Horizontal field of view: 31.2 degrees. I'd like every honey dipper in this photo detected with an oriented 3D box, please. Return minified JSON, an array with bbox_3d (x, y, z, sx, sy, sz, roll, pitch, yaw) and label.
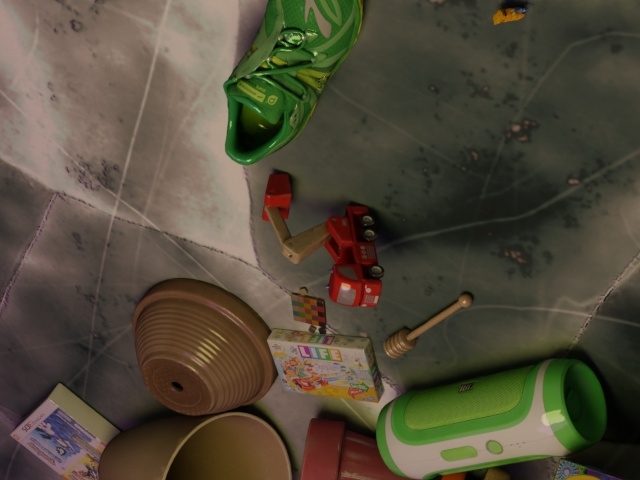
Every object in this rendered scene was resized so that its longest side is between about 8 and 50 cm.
[{"bbox_3d":[0.144,0.112,1.514,0.030,0.030,0.161,43,133,-11],"label":"honey dipper"}]

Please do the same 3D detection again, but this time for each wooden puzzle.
[{"bbox_3d":[-0.016,0.098,1.605,0.049,0.006,0.083,12,132,19],"label":"wooden puzzle"}]

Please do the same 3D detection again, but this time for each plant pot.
[{"bbox_3d":[-0.188,0.179,1.698,0.237,0.109,0.237,15,132,17],"label":"plant pot"},{"bbox_3d":[-0.228,0.383,1.830,0.274,0.256,0.256,3,131,49],"label":"plant pot"},{"bbox_3d":[0.062,0.372,1.682,0.180,0.201,0.201,7,132,4],"label":"plant pot"}]

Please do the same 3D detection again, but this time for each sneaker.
[{"bbox_3d":[-0.036,-0.193,1.280,0.109,0.123,0.295,27,135,6],"label":"sneaker"}]

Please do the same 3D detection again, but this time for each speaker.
[{"bbox_3d":[0.219,0.238,1.507,0.297,0.131,0.131,-20,116,39],"label":"speaker"}]

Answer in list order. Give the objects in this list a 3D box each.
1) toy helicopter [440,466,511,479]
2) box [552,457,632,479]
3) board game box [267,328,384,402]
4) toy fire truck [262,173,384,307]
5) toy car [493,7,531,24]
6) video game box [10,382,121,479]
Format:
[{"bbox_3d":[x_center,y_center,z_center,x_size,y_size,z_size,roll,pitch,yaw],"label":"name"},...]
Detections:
[{"bbox_3d":[0.201,0.407,1.526,0.140,0.235,0.355,23,162,10],"label":"toy helicopter"},{"bbox_3d":[0.413,0.401,1.420,0.290,0.177,0.279,17,172,15],"label":"box"},{"bbox_3d":[0.008,0.180,1.649,0.154,0.026,0.103,3,128,27],"label":"board game box"},{"bbox_3d":[0.000,0.000,1.418,0.135,0.192,0.047,2,136,-10],"label":"toy fire truck"},{"bbox_3d":[0.204,-0.275,1.153,0.041,0.060,0.122,-11,157,-17],"label":"toy car"},{"bbox_3d":[-0.431,0.362,2.035,0.205,0.048,0.187,41,138,-8],"label":"video game box"}]
